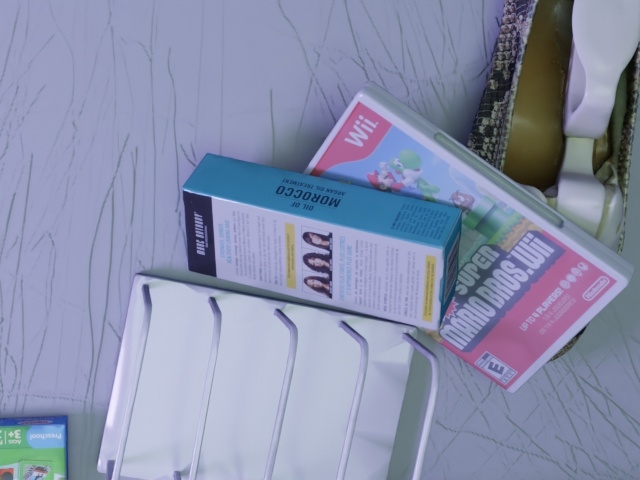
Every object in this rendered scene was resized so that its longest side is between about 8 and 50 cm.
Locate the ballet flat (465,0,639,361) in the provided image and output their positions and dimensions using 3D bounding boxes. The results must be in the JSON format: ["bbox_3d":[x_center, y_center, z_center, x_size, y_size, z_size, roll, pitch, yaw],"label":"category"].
[{"bbox_3d":[0.224,-0.111,1.334,0.164,0.182,0.482,6,95,-10],"label":"ballet flat"}]

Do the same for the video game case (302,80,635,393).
[{"bbox_3d":[0.112,0.004,1.323,0.285,0.204,0.025,35,47,-1],"label":"video game case"}]

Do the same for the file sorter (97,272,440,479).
[{"bbox_3d":[-0.050,0.157,1.331,0.278,0.173,0.193,11,94,-8],"label":"file sorter"}]

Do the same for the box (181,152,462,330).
[{"bbox_3d":[0.000,0.000,1.311,0.244,0.060,0.100,13,132,15],"label":"box"}]

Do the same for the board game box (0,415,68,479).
[{"bbox_3d":[-0.316,0.274,1.375,0.160,0.039,0.211,-1,97,-8],"label":"board game box"}]
